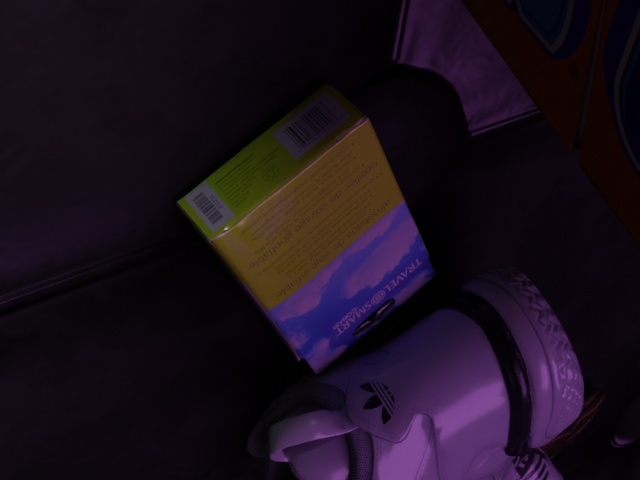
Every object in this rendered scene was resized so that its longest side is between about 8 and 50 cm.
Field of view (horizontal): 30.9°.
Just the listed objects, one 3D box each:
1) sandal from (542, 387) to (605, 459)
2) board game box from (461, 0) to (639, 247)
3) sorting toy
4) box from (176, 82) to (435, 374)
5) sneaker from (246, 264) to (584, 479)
[{"bbox_3d":[0.208,0.175,1.079,0.180,0.049,0.072,-24,149,-50],"label":"sandal"},{"bbox_3d":[0.260,-0.198,0.383,0.357,0.356,0.356,-20,145,-10],"label":"board game box"},{"bbox_3d":[0.034,0.048,0.793,0.083,0.012,0.062,-29,140,-17],"label":"sorting toy"},{"bbox_3d":[0.000,0.000,0.682,0.109,0.042,0.178,-39,146,-6],"label":"box"},{"bbox_3d":[0.066,0.165,0.852,0.210,0.137,0.366,-24,150,-10],"label":"sneaker"}]
